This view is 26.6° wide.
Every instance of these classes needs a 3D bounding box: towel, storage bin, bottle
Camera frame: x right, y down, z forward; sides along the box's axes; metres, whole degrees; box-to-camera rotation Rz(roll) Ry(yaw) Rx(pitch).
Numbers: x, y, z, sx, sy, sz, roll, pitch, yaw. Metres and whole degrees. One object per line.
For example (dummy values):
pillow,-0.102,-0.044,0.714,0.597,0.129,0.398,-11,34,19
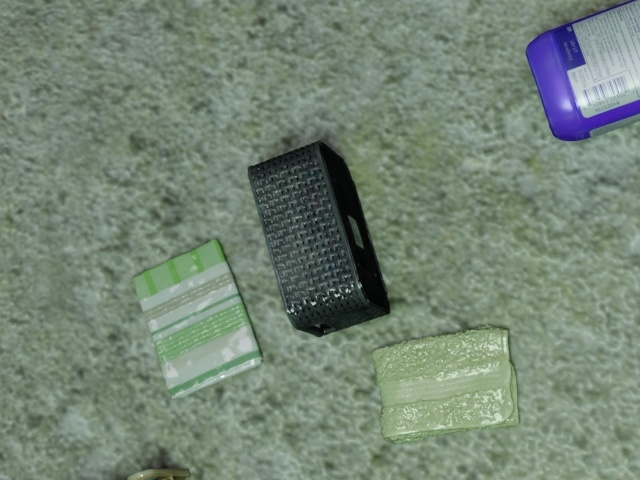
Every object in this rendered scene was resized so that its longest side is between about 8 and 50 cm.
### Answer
towel,-0.135,0.087,1.494,0.113,0.023,0.152,-24,72,9
storage bin,0.000,0.000,1.413,0.084,0.122,0.180,-20,75,12
towel,0.128,0.148,1.398,0.148,0.027,0.110,-11,76,15
bottle,0.354,-0.194,1.359,0.283,0.092,0.118,-20,76,12

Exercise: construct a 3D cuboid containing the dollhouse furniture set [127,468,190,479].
dollhouse furniture set,-0.167,0.318,1.404,0.144,0.123,0.151,-23,74,12
